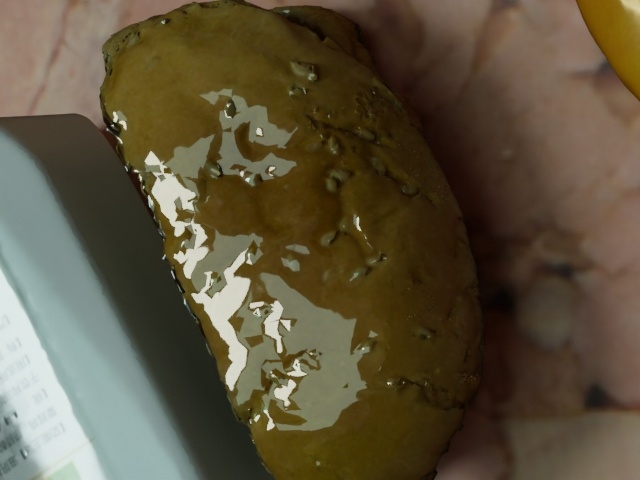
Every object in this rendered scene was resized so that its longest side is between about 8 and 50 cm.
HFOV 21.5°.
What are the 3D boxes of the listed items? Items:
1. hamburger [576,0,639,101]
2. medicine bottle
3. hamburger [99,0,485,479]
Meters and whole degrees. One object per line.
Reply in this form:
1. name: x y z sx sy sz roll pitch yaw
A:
1. hamburger: 0.208 -0.133 0.594 0.246 0.170 0.246 15 113 37
2. medicine bottle: -0.121 0.108 0.856 0.179 0.124 0.324 -38 73 31
3. hamburger: 0.000 0.000 0.766 0.131 0.124 0.262 -27 80 31
